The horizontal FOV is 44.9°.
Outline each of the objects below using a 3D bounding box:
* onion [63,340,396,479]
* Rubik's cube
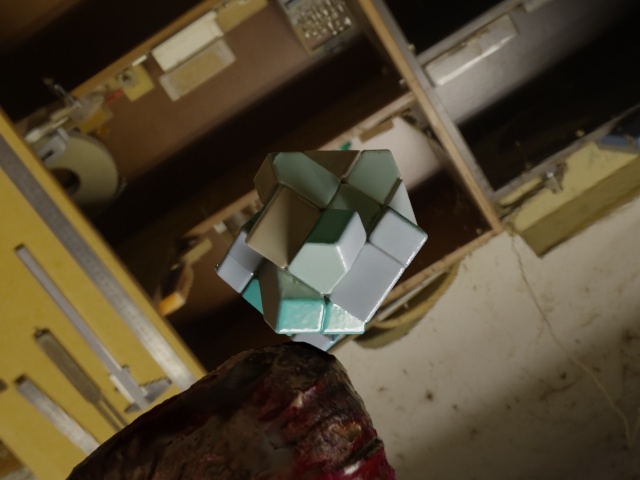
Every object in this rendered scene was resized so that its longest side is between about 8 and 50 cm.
[{"bbox_3d":[-0.035,0.199,0.571,0.207,0.206,0.216,-38,165,16],"label":"onion"},{"bbox_3d":[0.000,0.000,0.962,0.265,0.224,0.213,-49,179,-38],"label":"Rubik's cube"}]
